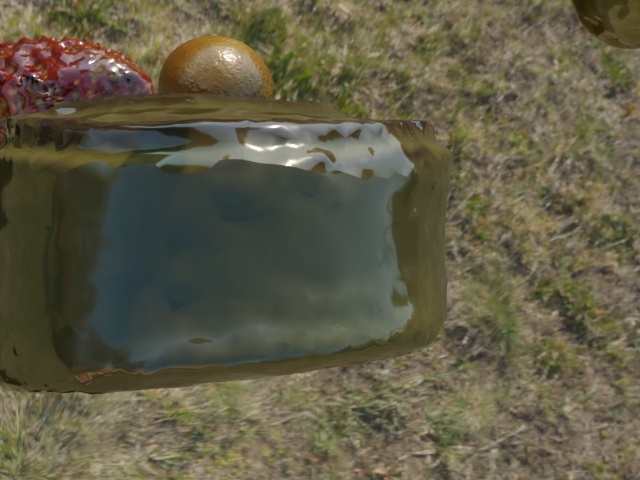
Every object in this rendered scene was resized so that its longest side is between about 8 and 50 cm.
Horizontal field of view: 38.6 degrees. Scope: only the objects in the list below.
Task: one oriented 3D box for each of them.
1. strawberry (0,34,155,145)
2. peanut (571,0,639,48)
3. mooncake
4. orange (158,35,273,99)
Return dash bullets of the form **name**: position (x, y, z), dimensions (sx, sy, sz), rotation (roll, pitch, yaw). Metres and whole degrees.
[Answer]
- **strawberry**: position (-0.419, -0.183, 1.343), dimensions (0.292, 0.343, 0.292), rotation (20, 58, -36)
- **peanut**: position (0.206, -0.183, 0.485), dimensions (0.108, 0.226, 0.095), rotation (42, 67, 12)
- **mooncake**: position (-0.082, -0.002, 0.802), dimensions (0.394, 0.393, 0.246), rotation (-6, 95, -55)
- **orange**: position (-0.186, -0.263, 1.593), dimensions (0.206, 0.206, 0.206), rotation (5, 75, -17)
